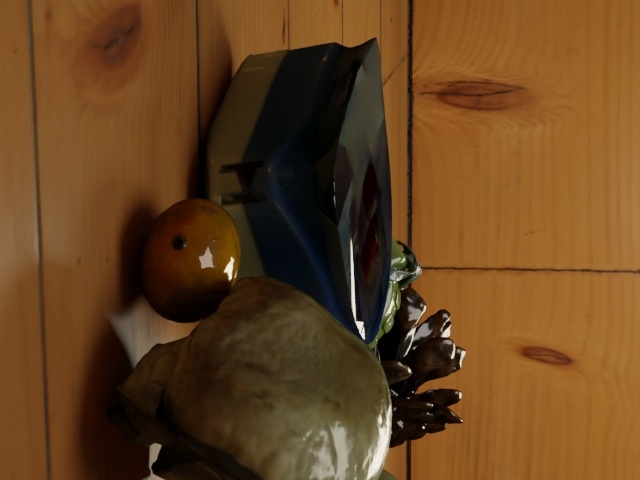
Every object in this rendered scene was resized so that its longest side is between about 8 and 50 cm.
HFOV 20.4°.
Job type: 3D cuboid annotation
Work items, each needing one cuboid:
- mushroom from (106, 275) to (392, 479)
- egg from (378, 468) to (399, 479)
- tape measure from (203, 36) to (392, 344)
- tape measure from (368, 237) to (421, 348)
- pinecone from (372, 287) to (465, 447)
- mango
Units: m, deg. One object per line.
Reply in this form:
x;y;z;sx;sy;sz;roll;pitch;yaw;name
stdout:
-0.030;0.125;1.305;0.164;0.189;0.267;-56;165;-14;mushroom
0.015;0.334;1.811;0.253;0.188;0.188;-66;157;-51;egg
-0.019;-0.027;1.646;0.259;0.138;0.262;-70;156;-55;tape measure
0.006;0.046;1.806;0.087;0.177;0.154;69;35;-68;tape measure
0.049;0.131;1.931;0.202;0.229;0.201;59;40;-35;pinecone
-0.097;0.017;1.370;0.190;0.075;0.098;66;42;-81;mango
